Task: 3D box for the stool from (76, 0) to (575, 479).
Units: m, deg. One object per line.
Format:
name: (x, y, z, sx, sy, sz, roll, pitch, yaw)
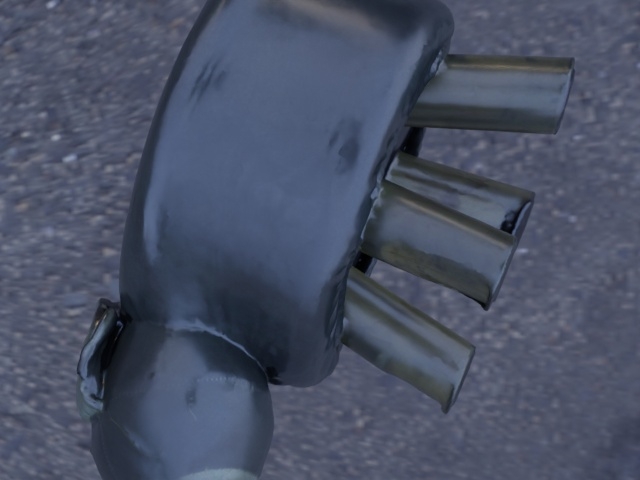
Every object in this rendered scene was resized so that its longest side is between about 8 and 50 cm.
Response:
stool: (0.001, 0.001, 0.680, 0.139, 0.153, 0.228, 21, 101, 7)
